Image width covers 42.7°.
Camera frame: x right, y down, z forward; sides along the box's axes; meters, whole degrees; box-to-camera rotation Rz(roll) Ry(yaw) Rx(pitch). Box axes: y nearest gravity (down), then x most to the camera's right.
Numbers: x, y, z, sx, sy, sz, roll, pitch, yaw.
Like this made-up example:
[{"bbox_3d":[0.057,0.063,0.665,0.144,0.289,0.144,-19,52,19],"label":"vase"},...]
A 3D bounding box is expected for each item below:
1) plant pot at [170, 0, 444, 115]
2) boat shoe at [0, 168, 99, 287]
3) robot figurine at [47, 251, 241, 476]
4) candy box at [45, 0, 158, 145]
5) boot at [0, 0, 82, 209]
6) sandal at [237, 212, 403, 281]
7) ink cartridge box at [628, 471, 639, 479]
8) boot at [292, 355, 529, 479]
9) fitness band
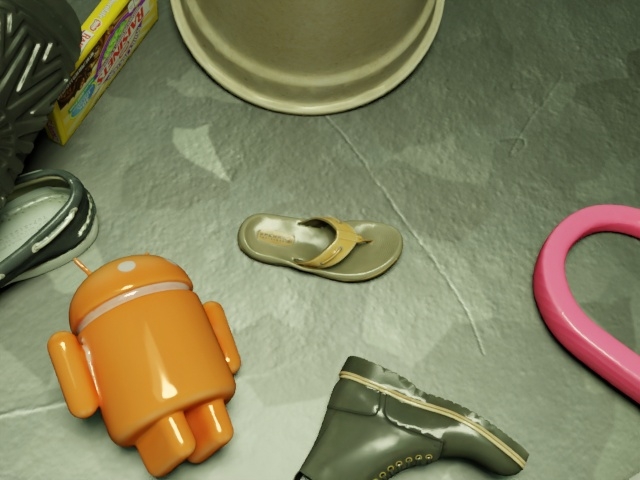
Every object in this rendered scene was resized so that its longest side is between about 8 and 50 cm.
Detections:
[{"bbox_3d":[-0.006,-0.331,0.836,0.334,0.305,0.334,0,83,-3],"label":"plant pot"},{"bbox_3d":[-0.369,0.021,0.815,0.302,0.091,0.114,-37,74,-18],"label":"boat shoe"},{"bbox_3d":[-0.162,0.107,0.776,0.158,0.128,0.219,-24,71,-7],"label":"robot figurine"},{"bbox_3d":[-0.246,-0.212,0.917,0.027,0.105,0.206,29,68,1],"label":"candy box"},{"bbox_3d":[-0.404,-0.110,0.796,0.260,0.131,0.348,11,61,35],"label":"boot"},{"bbox_3d":[0.000,0.000,0.878,0.180,0.049,0.072,8,67,-1],"label":"sandal"},{"bbox_3d":[0.343,0.304,0.631,0.130,0.272,0.309,35,37,-9],"label":"ink cartridge box"},{"bbox_3d":[0.085,0.215,0.790,0.198,0.077,0.137,23,71,19],"label":"boot"},{"bbox_3d":[0.368,0.072,0.862,0.291,0.054,0.209,37,64,17],"label":"fitness band"}]
